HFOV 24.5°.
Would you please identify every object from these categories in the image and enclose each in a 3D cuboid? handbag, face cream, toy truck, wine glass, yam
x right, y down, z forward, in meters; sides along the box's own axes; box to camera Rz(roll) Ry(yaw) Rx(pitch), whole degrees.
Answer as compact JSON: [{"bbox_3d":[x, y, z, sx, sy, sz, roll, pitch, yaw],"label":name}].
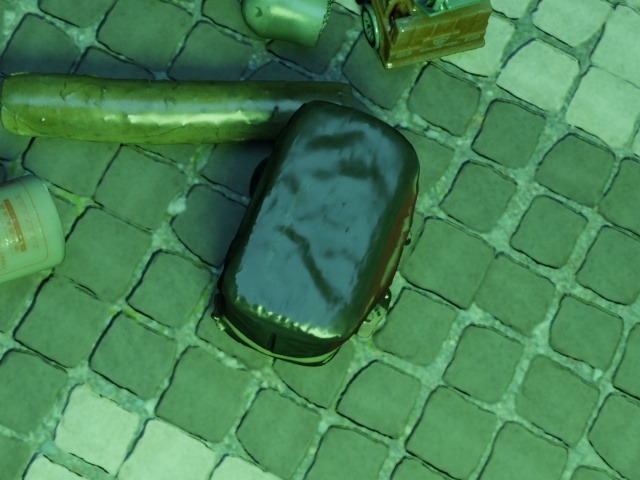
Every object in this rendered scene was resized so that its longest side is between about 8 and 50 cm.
[{"bbox_3d":[0.000,0.000,1.499,0.181,0.181,0.254,20,76,-1],"label":"handbag"},{"bbox_3d":[-0.388,0.014,1.472,0.251,0.101,0.101,-19,77,-24],"label":"face cream"},{"bbox_3d":[0.089,-0.378,1.612,0.133,0.184,0.338,-14,77,-11],"label":"toy truck"},{"bbox_3d":[-0.084,-0.271,1.620,0.195,0.079,0.079,19,73,1],"label":"wine glass"},{"bbox_3d":[-0.152,-0.140,1.577,0.371,0.083,0.083,1,74,-4],"label":"yam"}]
